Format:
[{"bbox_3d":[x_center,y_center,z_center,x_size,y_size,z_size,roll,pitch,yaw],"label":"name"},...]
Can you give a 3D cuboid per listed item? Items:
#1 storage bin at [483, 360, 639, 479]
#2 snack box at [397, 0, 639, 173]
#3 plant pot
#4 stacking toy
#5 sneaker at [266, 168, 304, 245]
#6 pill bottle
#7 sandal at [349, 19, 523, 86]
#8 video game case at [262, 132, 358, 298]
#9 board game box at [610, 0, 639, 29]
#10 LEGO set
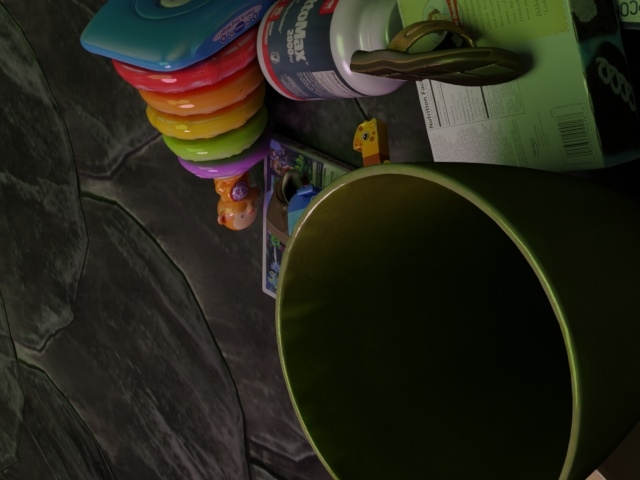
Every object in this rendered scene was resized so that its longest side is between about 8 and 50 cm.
[{"bbox_3d":[0.176,0.211,1.117,0.260,0.123,0.262,45,136,30],"label":"storage bin"},{"bbox_3d":[0.143,-0.210,0.974,0.187,0.060,0.321,-4,103,52],"label":"snack box"},{"bbox_3d":[0.165,0.054,0.916,0.275,0.294,0.274,16,113,43],"label":"plant pot"},{"bbox_3d":[-0.116,-0.129,1.283,0.166,0.175,0.301,20,138,36],"label":"stacking toy"},{"bbox_3d":[0.009,-0.010,1.240,0.188,0.066,0.071,32,124,38],"label":"sneaker"},{"bbox_3d":[0.032,-0.191,1.139,0.180,0.108,0.108,4,108,50],"label":"pill bottle"},{"bbox_3d":[0.089,-0.155,0.971,0.180,0.072,0.049,14,95,54],"label":"sandal"},{"bbox_3d":[0.000,0.000,1.329,0.183,0.023,0.201,28,126,42],"label":"video game case"},{"bbox_3d":[0.224,-0.237,0.943,0.201,0.035,0.136,16,117,47],"label":"board game box"},{"bbox_3d":[0.046,-0.059,1.144,0.227,0.087,0.093,-15,71,31],"label":"LEGO set"}]
